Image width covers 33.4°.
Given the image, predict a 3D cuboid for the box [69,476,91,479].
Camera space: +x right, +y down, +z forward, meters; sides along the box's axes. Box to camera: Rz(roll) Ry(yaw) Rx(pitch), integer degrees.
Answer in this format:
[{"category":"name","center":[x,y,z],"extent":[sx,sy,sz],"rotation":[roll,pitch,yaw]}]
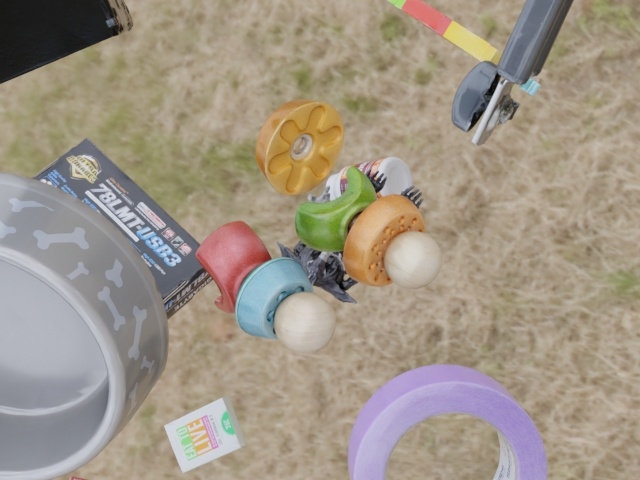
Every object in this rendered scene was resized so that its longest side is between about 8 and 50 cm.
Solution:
[{"category":"box","center":[-0.286,0.470,1.632],"extent":[0.128,0.257,0.122],"rotation":[-58,26,30]}]

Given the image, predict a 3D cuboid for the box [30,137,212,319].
[{"category":"box","center":[-0.354,0.037,1.546],"extent":[0.295,0.073,0.293],"rotation":[42,67,16]}]

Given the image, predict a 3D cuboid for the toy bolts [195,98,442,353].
[{"category":"toy bolts","center":[0.000,0.000,1.060],"extent":[0.228,0.218,0.158],"rotation":[-41,49,-17]}]

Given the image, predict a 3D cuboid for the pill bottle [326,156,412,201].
[{"category":"pill bottle","center":[0.084,-0.099,1.920],"extent":[0.152,0.086,0.086],"rotation":[-8,71,45]}]

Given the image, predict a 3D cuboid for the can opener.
[{"category":"can opener","center":[0.247,-0.250,1.405],"extent":[0.095,0.076,0.283],"rotation":[34,129,18]}]

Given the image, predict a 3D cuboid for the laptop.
[{"category":"laptop","center":[-0.281,-0.268,0.940],"extent":[0.136,0.234,0.264],"rotation":[-22,15,0]}]

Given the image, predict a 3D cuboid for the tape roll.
[{"category":"tape roll","center":[0.179,0.321,1.527],"extent":[0.090,0.275,0.275],"rotation":[-112,46,-79]}]

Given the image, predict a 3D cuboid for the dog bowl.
[{"category":"dog bowl","center":[-0.337,0.105,1.100],"extent":[0.349,0.349,0.102],"rotation":[-46,14,27]}]

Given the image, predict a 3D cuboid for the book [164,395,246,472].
[{"category":"book","center":[-0.209,0.355,1.947],"extent":[0.144,0.035,0.096],"rotation":[-29,74,27]}]

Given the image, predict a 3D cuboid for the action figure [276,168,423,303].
[{"category":"action figure","center":[0.041,-0.012,1.706],"extent":[0.164,0.276,0.141],"rotation":[33,143,13]}]

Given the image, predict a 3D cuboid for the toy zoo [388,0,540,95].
[{"category":"toy zoo","center":[0.229,-0.312,1.675],"extent":[0.293,0.192,0.030],"rotation":[40,104,29]}]
